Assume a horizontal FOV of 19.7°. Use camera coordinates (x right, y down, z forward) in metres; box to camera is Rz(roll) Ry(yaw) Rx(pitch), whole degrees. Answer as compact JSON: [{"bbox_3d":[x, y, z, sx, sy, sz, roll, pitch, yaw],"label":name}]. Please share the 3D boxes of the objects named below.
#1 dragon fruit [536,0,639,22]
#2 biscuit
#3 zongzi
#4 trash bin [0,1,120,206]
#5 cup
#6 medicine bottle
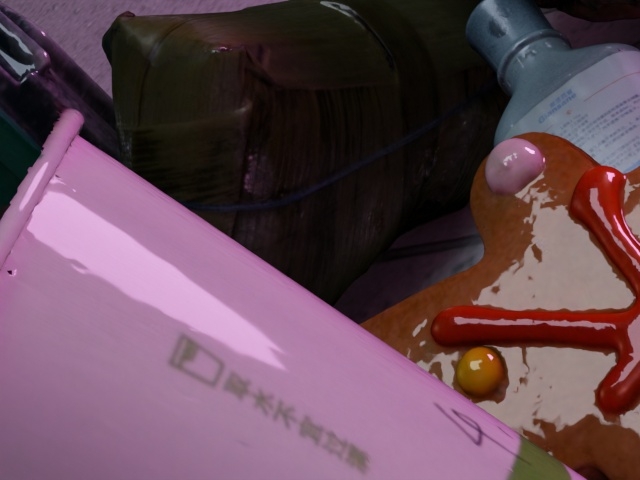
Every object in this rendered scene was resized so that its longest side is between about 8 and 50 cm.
[{"bbox_3d":[0.147,-0.281,0.979,0.329,0.329,0.329,-28,32,20],"label":"dragon fruit"},{"bbox_3d":[0.106,0.038,0.802,0.324,0.049,0.205,-31,55,12],"label":"biscuit"},{"bbox_3d":[0.000,0.000,1.008,0.250,0.274,0.125,-13,25,-38],"label":"zongzi"},{"bbox_3d":[-0.277,0.039,1.097,0.381,0.259,0.295,-47,31,-6],"label":"trash bin"},{"bbox_3d":[-0.037,0.122,0.650,0.253,0.274,0.253,-60,9,15],"label":"cup"},{"bbox_3d":[0.135,-0.046,0.892,0.090,0.054,0.208,-37,49,7],"label":"medicine bottle"}]
